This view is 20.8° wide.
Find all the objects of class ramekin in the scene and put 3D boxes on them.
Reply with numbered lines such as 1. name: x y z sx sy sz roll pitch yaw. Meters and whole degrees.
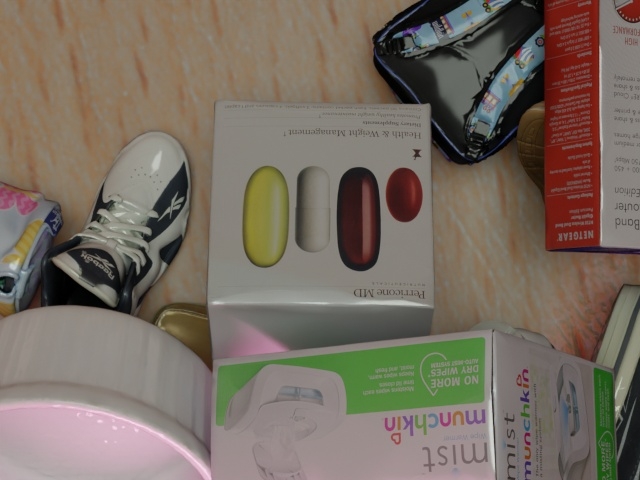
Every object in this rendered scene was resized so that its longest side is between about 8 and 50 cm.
1. ramekin: -0.209 0.184 1.496 0.277 0.277 0.135 1 42 2

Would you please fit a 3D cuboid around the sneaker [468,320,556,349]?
1. sneaker: 0.128 0.177 1.589 0.235 0.095 0.090 -49 60 16

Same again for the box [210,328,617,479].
1. box: 0.078 0.161 1.426 0.262 0.231 0.127 -8 74 32

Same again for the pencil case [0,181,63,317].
1. pencil case: -0.372 -0.020 1.574 0.273 0.124 0.113 21 126 2

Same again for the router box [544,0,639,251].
1. router box: 0.356 -0.135 1.543 0.335 0.082 0.301 1 86 -28

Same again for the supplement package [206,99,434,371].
1. supplement package: 0.000 0.000 1.531 0.194 0.149 0.203 0 61 -1

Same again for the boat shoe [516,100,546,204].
1. boat shoe: 0.225 -0.073 1.582 0.063 0.170 0.059 13 57 33

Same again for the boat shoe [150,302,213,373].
1. boat shoe: -0.068 0.108 1.595 0.190 0.072 0.068 22 87 1

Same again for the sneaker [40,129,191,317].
1. sneaker: -0.185 0.007 1.559 0.094 0.153 0.235 30 87 0

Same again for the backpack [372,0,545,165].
1. backpack: 0.152 -0.172 1.592 0.173 0.117 0.158 -41 88 -2

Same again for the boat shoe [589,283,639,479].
1. boat shoe: 0.258 0.288 1.537 0.156 0.187 0.500 20 81 6
